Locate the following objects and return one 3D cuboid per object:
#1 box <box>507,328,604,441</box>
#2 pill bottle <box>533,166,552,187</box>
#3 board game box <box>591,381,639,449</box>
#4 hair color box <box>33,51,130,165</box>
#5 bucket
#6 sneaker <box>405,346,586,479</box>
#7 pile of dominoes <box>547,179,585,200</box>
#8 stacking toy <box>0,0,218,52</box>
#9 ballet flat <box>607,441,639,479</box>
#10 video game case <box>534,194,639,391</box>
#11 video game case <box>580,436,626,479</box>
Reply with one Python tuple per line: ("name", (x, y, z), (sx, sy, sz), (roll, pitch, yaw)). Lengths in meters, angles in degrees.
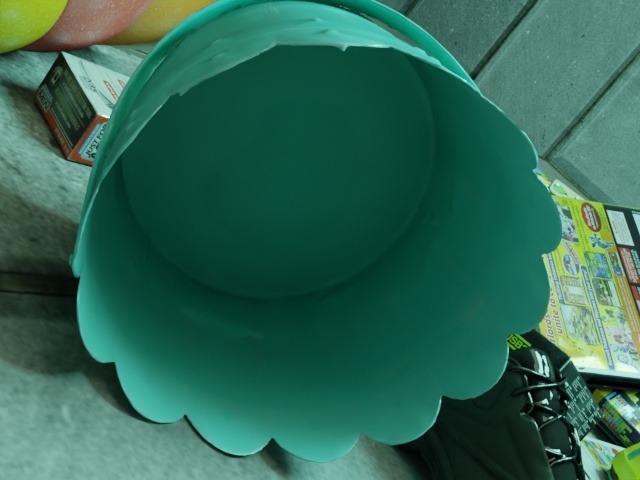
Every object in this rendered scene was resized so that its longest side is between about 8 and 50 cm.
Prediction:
("box", (0.168, 0.096, 0.766), (0.184, 0.045, 0.191), (38, -4, 37))
("pill bottle", (0.275, -0.083, 1.307), (0.152, 0.152, 0.272), (27, 23, -28))
("board game box", (0.411, 0.204, 0.952), (0.170, 0.048, 0.141), (-21, 56, -33))
("hair color box", (-0.160, -0.100, 0.736), (0.167, 0.053, 0.093), (16, 31, -50))
("bucket", (-0.011, -0.020, 0.524), (0.281, 0.281, 0.183), (29, 18, -25))
("sneaker", (0.137, 0.150, 0.589), (0.109, 0.130, 0.286), (18, 29, -47))
("pile of dominoes", (0.267, 0.009, 1.067), (0.196, 0.040, 0.251), (38, 52, 4))
("stacking toy", (-0.263, -0.256, 0.635), (0.350, 0.350, 0.480), (36, 36, -5))
("ballet flat", (0.380, 0.251, 0.787), (0.231, 0.077, 0.077), (31, 19, -20))
("video game case", (0.351, 0.059, 1.004), (0.248, 0.035, 0.275), (8, 49, -12))
("video game case", (0.302, 0.273, 0.759), (0.206, 0.026, 0.227), (23, 24, -36))
